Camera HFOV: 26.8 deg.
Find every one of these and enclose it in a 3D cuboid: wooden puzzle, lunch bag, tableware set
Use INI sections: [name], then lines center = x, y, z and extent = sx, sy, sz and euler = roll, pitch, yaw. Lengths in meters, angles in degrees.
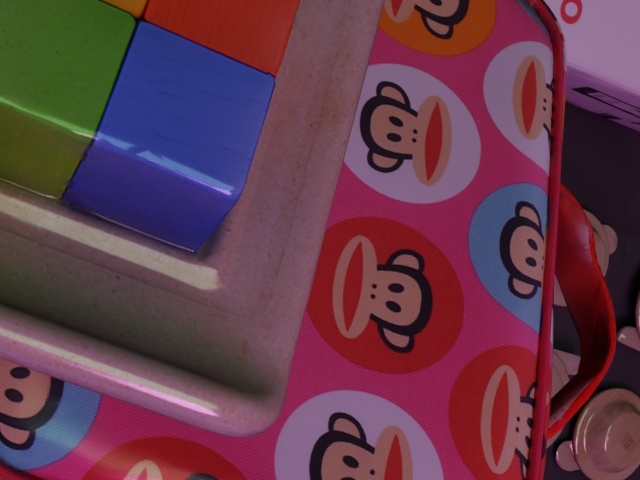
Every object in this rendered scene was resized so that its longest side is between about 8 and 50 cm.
[wooden puzzle]
center = -0.119, -0.141, 0.449
extent = 0.322, 0.080, 0.348
euler = 21, 57, -13
[lunch bag]
center = 0.000, 0.000, 0.546
extent = 0.258, 0.120, 0.293
euler = 18, 62, -13
[tableware set]
center = 0.155, 0.062, 0.749
extent = 0.141, 0.020, 0.169
euler = 30, 81, -27

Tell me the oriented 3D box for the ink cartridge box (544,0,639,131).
[ink cartridge box]
center = 0.181, -0.137, 0.703
extent = 0.203, 0.086, 0.148
euler = 19, 88, -26
